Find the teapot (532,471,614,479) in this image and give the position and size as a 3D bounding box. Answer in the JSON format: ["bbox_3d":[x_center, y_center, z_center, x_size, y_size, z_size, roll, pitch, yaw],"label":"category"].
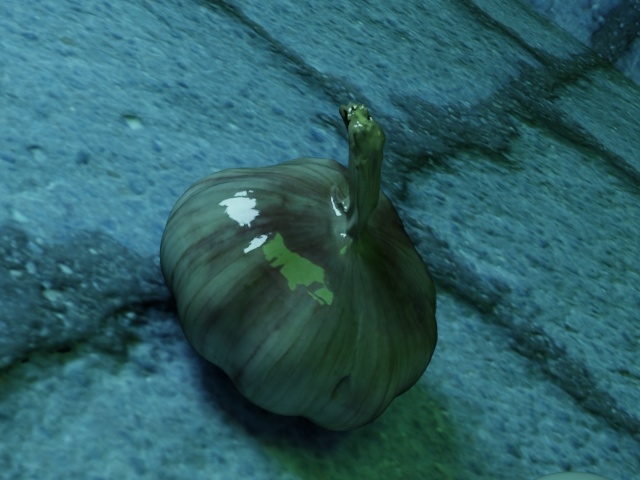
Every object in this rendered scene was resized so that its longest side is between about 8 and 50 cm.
[{"bbox_3d":[0.203,0.244,0.948,0.245,0.116,0.159,17,43,-17],"label":"teapot"}]

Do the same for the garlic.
[{"bbox_3d":[0.000,0.000,0.958,0.245,0.253,0.245,17,36,-13],"label":"garlic"}]
